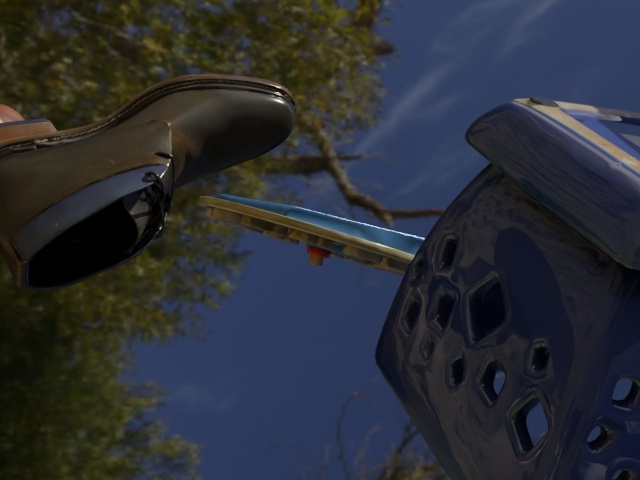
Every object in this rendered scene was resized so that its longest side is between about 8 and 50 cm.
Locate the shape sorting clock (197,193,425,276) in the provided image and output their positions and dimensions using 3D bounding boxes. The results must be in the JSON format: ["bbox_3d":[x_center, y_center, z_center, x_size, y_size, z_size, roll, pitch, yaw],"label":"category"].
[{"bbox_3d":[0.000,0.000,0.943,0.206,0.206,0.040,12,-91,50],"label":"shape sorting clock"}]

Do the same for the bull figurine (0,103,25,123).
[{"bbox_3d":[-0.314,-0.104,0.876,0.188,0.310,0.101,20,-98,45],"label":"bull figurine"}]

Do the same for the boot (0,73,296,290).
[{"bbox_3d":[-0.098,-0.031,0.693,0.106,0.219,0.082,55,-27,41],"label":"boot"}]

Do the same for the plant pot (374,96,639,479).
[{"bbox_3d":[0.195,0.043,0.715,0.236,0.236,0.212,-127,-132,-59],"label":"plant pot"}]
